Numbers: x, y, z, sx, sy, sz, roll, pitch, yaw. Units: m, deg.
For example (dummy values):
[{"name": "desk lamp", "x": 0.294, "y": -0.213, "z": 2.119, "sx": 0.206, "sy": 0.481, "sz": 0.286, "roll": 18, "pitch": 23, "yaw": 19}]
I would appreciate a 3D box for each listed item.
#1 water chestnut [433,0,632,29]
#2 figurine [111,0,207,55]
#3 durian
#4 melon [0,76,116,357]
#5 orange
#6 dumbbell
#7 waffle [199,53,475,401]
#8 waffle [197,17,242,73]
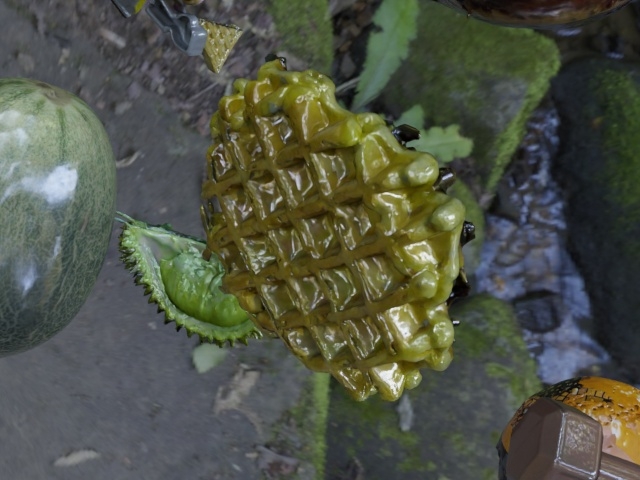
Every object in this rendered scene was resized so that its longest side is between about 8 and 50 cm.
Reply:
[{"name": "water chestnut", "x": 0.180, "y": -0.321, "z": 0.907, "sx": 0.300, "sy": 0.300, "sz": 0.300, "roll": 2, "pitch": 85, "yaw": -18}, {"name": "figurine", "x": -0.197, "y": -0.408, "z": 1.479, "sx": 0.143, "sy": 0.308, "sz": 0.308, "roll": -29, "pitch": 95, "yaw": -40}, {"name": "durian", "x": -0.164, "y": 0.059, "z": 1.681, "sx": 0.158, "sy": 0.352, "sz": 0.169, "roll": -36, "pitch": 140, "yaw": -51}, {"name": "melon", "x": -0.357, "y": -0.023, "z": 1.200, "sx": 0.249, "sy": 0.248, "sz": 0.329, "roll": 21, "pitch": 105, "yaw": -16}, {"name": "orange", "x": 0.311, "y": 0.271, "z": 1.209, "sx": 0.234, "sy": 0.182, "sz": 0.234, "roll": 0, "pitch": 95, "yaw": 1}, {"name": "dumbbell", "x": 0.268, "y": 0.206, "z": 0.887, "sx": 0.231, "sy": 0.082, "sz": 0.092, "roll": 23, "pitch": 121, "yaw": -10}, {"name": "waffle", "x": 0.000, "y": 0.000, "z": 1.230, "sx": 0.095, "sy": 0.382, "sz": 0.379, "roll": -29, "pitch": 138, "yaw": -39}, {"name": "waffle", "x": -0.171, "y": -0.346, "z": 1.727, "sx": 0.023, "sy": 0.152, "sz": 0.097, "roll": 19, "pitch": 70, "yaw": 20}]
